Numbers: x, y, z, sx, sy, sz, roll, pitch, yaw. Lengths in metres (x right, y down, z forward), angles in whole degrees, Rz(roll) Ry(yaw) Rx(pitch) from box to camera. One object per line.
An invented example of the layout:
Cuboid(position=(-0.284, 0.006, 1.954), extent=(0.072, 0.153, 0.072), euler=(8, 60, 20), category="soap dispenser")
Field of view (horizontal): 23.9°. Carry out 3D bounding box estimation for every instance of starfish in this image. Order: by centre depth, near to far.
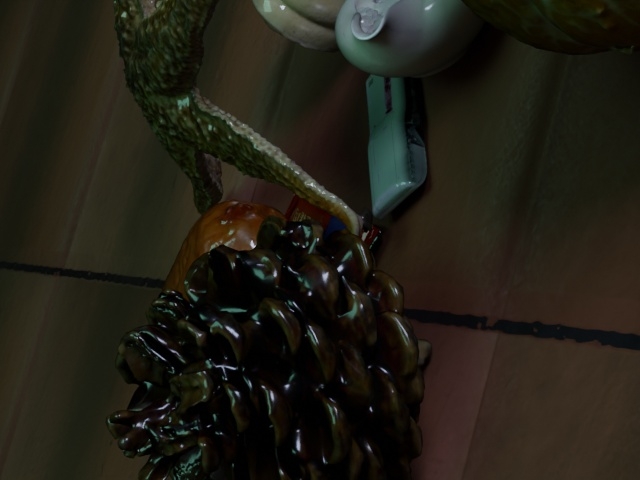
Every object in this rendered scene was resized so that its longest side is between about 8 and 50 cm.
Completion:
Cuboid(position=(-0.099, -0.156, 1.395), extent=(0.383, 0.132, 0.398), euler=(24, 130, 56), category="starfish")

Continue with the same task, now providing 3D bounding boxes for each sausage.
Cuboid(position=(-0.085, 0.059, 1.391), extent=(0.258, 0.133, 0.133), euler=(123, 153, -56), category="sausage")

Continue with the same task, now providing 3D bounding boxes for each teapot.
Cuboid(position=(0.084, -0.202, 1.303), extent=(0.145, 0.092, 0.226), euler=(-16, 31, 24), category="teapot")

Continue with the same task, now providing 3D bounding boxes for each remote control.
Cuboid(position=(0.064, -0.100, 1.352), extent=(0.065, 0.029, 0.166), euler=(-44, 38, 42), category="remote control")

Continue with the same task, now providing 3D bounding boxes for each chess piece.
Cuboid(position=(0.066, -0.323, 1.392), extent=(0.307, 0.138, 0.124), euler=(-49, 49, 29), category="chess piece")

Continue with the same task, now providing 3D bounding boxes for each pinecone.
Cuboid(position=(-0.033, 0.100, 1.167), extent=(0.243, 0.257, 0.244), euler=(-16, 68, 45), category="pinecone")

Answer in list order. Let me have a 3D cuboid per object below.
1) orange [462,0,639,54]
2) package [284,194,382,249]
Cuboid(position=(0.204, -0.276, 0.984), extent=(0.329, 0.249, 0.329), euler=(-42, 40, 49), category="orange")
Cuboid(position=(0.000, 0.000, 1.414), extent=(0.083, 0.022, 0.200), euler=(-67, 26, 7), category="package")
